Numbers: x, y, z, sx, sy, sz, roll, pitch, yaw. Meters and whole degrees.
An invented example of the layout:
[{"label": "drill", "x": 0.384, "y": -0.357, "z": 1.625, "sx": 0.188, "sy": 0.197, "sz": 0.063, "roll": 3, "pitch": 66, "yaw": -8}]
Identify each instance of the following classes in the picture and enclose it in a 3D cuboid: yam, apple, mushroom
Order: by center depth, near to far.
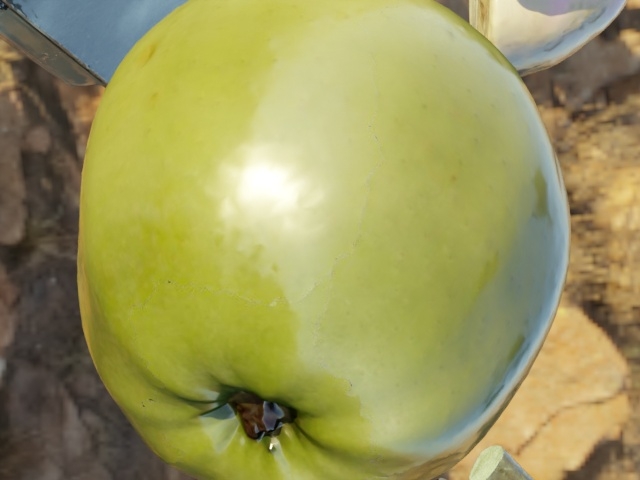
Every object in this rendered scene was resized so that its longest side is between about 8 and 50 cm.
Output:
[{"label": "apple", "x": 0.000, "y": 0.000, "z": 0.954, "sx": 0.357, "sy": 0.357, "sz": 0.357, "roll": 16, "pitch": 72, "yaw": -61}, {"label": "mushroom", "x": 0.213, "y": -0.221, "z": 1.194, "sx": 0.236, "sy": 0.162, "sz": 0.173, "roll": -57, "pitch": 145, "yaw": -89}, {"label": "yam", "x": 0.271, "y": 0.348, "z": 1.890, "sx": 0.169, "sy": 0.068, "sz": 0.068, "roll": 46, "pitch": 43, "yaw": -21}]

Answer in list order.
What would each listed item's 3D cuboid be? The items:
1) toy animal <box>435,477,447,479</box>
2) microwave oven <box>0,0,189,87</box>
[{"label": "toy animal", "x": 0.134, "y": 0.402, "z": 1.731, "sx": 0.117, "sy": 0.210, "sz": 0.121, "roll": 29, "pitch": 26, "yaw": -22}, {"label": "microwave oven", "x": -0.283, "y": -0.379, "z": 1.547, "sx": 0.374, "sy": 0.236, "sz": 0.432, "roll": -56, "pitch": 159, "yaw": -3}]
